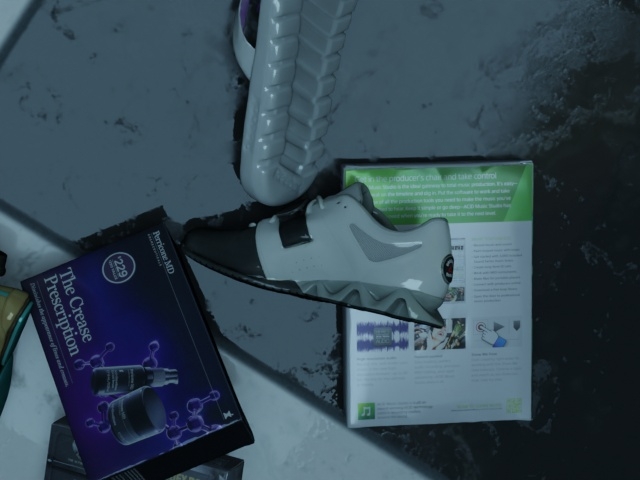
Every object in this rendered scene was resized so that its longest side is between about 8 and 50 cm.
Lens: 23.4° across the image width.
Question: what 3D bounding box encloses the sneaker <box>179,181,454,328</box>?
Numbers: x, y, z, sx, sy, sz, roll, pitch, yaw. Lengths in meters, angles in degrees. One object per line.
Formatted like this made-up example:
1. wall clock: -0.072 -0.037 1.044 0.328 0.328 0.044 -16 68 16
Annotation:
1. sneaker: 0.000 0.000 1.785 0.331 0.122 0.146 11 87 18

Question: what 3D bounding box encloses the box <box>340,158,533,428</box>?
1. box: 0.141 0.063 1.873 0.232 0.058 0.322 -1 100 -6

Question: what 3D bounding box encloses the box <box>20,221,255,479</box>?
1. box: -0.209 0.138 1.759 0.184 0.103 0.261 -22 67 -5

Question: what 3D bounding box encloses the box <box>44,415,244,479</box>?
1. box: -0.216 0.320 1.819 0.231 0.056 0.183 12 101 16

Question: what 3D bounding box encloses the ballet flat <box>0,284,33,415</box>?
1. ballet flat: -0.386 0.131 1.778 0.073 0.080 0.232 23 128 -1

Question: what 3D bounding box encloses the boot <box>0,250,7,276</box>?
1. boot: -0.538 0.110 1.764 0.348 0.131 0.260 4 95 -2

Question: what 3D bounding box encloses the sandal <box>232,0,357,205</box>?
1. sandal: -0.045 -0.249 1.777 0.102 0.169 0.416 17 98 32
